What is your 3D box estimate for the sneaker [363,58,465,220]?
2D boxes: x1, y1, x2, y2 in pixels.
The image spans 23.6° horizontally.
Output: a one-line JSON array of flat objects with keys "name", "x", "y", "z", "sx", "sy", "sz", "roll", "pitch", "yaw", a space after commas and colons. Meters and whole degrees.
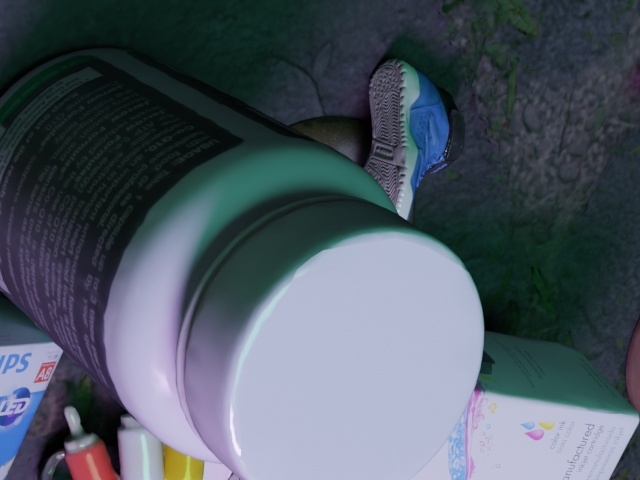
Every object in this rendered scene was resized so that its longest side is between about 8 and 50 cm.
[{"name": "sneaker", "x": 0.075, "y": -0.059, "z": 1.196, "sx": 0.084, "sy": 0.058, "sz": 0.152, "roll": 23, "pitch": 61, "yaw": -39}]

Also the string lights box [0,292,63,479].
[{"name": "string lights box", "x": -0.292, "y": 0.166, "z": 1.077, "sx": 0.133, "sy": 0.077, "sz": 0.260, "roll": 1, "pitch": 118, "yaw": -63}]

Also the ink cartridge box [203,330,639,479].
[{"name": "ink cartridge box", "x": 0.055, "y": 0.174, "z": 1.247, "sx": 0.353, "sy": 0.119, "sz": 0.207, "roll": 10, "pitch": 114, "yaw": -27}]

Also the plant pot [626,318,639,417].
[{"name": "plant pot", "x": 0.427, "y": 0.115, "z": 1.516, "sx": 0.237, "sy": 0.110, "sz": 0.237, "roll": -14, "pitch": 121, "yaw": -25}]

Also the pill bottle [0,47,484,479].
[{"name": "pill bottle", "x": -0.073, "y": 0.014, "z": 0.970, "sx": 0.204, "sy": 0.361, "sz": 0.204, "roll": -13, "pitch": 116, "yaw": -29}]

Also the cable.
[{"name": "cable", "x": -0.133, "y": 0.252, "z": 1.179, "sx": 0.139, "sy": 0.072, "sz": 0.287, "roll": -13, "pitch": 86, "yaw": -6}]

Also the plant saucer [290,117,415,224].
[{"name": "plant saucer", "x": 0.000, "y": 0.000, "z": 1.229, "sx": 0.198, "sy": 0.036, "sz": 0.198, "roll": -15, "pitch": 123, "yaw": -25}]
